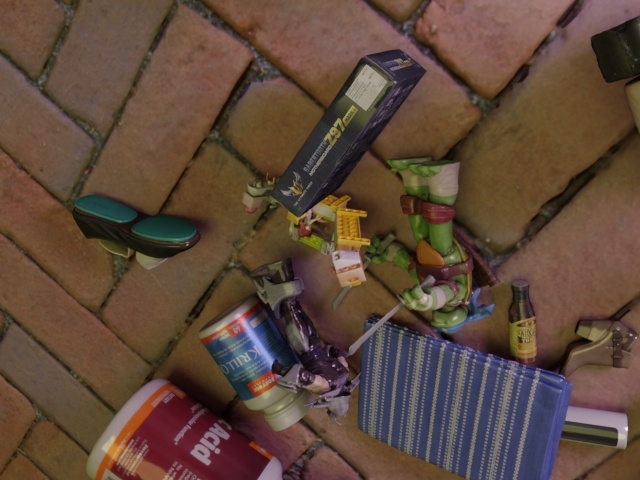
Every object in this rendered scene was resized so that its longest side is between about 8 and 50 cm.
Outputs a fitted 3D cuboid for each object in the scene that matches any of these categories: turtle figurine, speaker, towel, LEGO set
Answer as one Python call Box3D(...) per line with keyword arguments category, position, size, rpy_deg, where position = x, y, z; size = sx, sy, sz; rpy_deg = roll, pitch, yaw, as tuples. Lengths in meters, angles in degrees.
Box3D(category="turtle figurine", position=(0.115, 0.018, 0.899), size=(0.275, 0.198, 0.266), rpy_deg=(0, 103, 18))
Box3D(category="speaker", position=(0.398, 0.285, 0.959), size=(0.136, 0.055, 0.055), rpy_deg=(4, 110, 21))
Box3D(category="towel", position=(0.215, 0.270, 1.008), size=(0.336, 0.040, 0.243), rpy_deg=(15, 115, 30))
Box3D(category="LEGO set", position=(0.000, 0.000, 0.956), size=(0.287, 0.132, 0.107), rpy_deg=(42, 133, 40))

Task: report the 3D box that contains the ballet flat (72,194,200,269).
Box3D(category="ballet flat", position=(-0.329, -0.009, 1.127), size=(0.281, 0.095, 0.096), rpy_deg=(18, 124, 26))

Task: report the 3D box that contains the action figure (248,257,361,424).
Box3D(category="action figure", position=(-0.024, 0.170, 1.025), size=(0.099, 0.185, 0.284), rpy_deg=(-27, 81, 14))

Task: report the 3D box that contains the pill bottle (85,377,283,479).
Box3D(category="pill bottle", position=(-0.215, 0.455, 1.164), size=(0.392, 0.224, 0.224), rpy_deg=(33, 117, 8))

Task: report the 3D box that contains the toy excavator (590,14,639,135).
Box3D(category="toy excavator", position=(0.577, -0.206, 0.599), size=(0.445, 0.433, 0.222), rpy_deg=(-13, 101, 53))

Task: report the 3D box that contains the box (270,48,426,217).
Box3D(category="box", position=(0.042, -0.154, 0.871), size=(0.059, 0.183, 0.232), rpy_deg=(41, 118, 5))

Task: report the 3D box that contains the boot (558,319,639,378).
Box3D(category="boot", position=(0.414, 0.171, 0.921), size=(0.087, 0.042, 0.118), rpy_deg=(18, 114, 12))

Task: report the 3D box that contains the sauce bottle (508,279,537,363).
Box3D(category="sauce bottle", position=(0.307, 0.124, 0.945), size=(0.042, 0.042, 0.128), rpy_deg=(-3, 109, 22))

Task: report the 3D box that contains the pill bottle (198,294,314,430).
Box3D(category="pill bottle", position=(-0.106, 0.218, 1.095), size=(0.124, 0.124, 0.221), rpy_deg=(-32, 95, 27))
